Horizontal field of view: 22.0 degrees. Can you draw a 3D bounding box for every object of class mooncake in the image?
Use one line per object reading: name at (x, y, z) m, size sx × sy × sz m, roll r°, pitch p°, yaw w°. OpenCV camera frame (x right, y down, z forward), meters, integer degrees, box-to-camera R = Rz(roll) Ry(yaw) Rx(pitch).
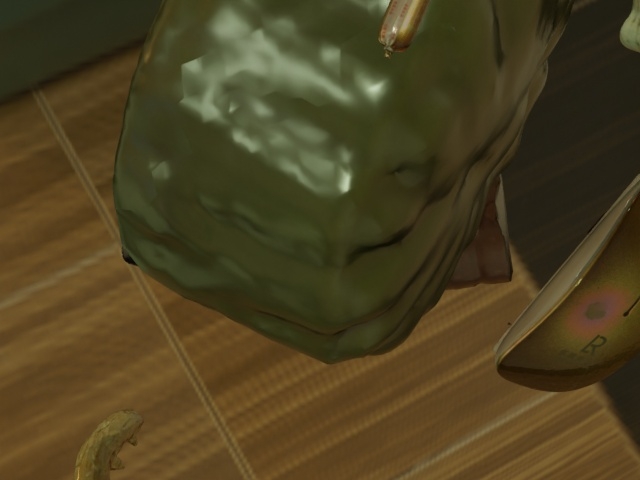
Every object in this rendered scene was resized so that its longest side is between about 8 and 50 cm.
mooncake at (0.033, -0.095, 1.074) m, size 0.194 × 0.356 × 0.356 m, roll 28°, pitch 71°, yaw 16°

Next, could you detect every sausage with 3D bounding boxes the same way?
sausage at (0.044, -0.115, 0.630) m, size 0.015 × 0.015 × 0.100 m, roll 21°, pitch 83°, yaw 4°

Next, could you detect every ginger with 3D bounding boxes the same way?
ginger at (-0.228, 0.257, 1.723) m, size 0.069 × 0.051 × 0.173 m, roll 19°, pitch 75°, yaw -29°

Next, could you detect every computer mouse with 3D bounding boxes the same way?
computer mouse at (0.316, 0.054, 1.778) m, size 0.158 × 0.310 × 0.072 m, roll 20°, pitch 27°, yaw -37°

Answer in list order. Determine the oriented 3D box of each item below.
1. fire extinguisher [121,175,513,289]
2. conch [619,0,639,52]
fire extinguisher at (0.000, 0.000, 1.483) m, size 0.337 × 0.135 × 0.114 m, roll -7°, pitch 77°, yaw 7°
conch at (0.354, -0.182, 1.408) m, size 0.203 × 0.169 × 0.386 m, roll 17°, pitch 44°, yaw -42°
